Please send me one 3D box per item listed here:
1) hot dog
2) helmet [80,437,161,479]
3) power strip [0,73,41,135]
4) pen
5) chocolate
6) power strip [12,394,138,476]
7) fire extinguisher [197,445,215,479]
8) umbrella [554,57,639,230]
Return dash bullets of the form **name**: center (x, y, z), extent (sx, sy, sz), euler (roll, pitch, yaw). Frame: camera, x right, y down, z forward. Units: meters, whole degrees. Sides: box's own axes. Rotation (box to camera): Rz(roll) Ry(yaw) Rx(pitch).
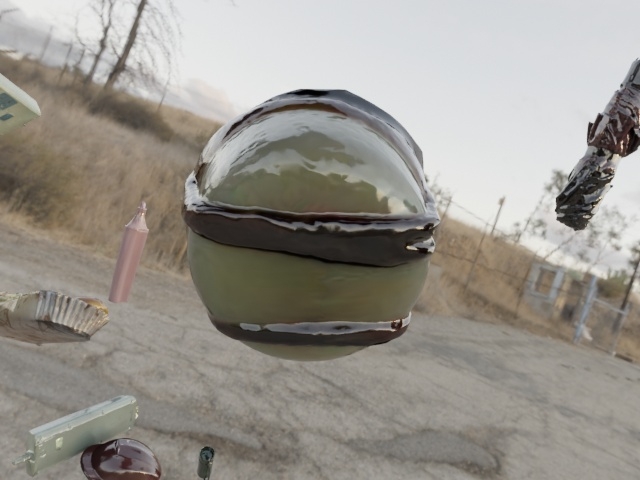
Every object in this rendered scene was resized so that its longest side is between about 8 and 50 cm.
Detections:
- **hot dog**: center (-0.404, 0.110, 0.855), extent (0.253, 0.069, 0.131), euler (-9, -28, 38)
- **helmet**: center (-0.293, 0.344, 0.887), extent (0.123, 0.070, 0.098), euler (53, 3, -30)
- **power strip**: center (-0.644, -0.287, 1.047), extent (0.043, 0.106, 0.367), euler (64, 2, 16)
- **pen**: center (-0.359, 0.021, 1.100), extent (0.032, 0.197, 0.053), euler (18, 3, 15)
- **chocolate**: center (0.000, 0.000, 0.578), extent (0.284, 0.283, 0.186), euler (23, 15, -20)
- **power strip**: center (-0.369, 0.295, 0.892), extent (0.027, 0.060, 0.253), euler (6, 2, 20)
- **fire extinguisher**: center (-0.192, 0.379, 0.976), extent (0.025, 0.083, 0.038), euler (-5, 45, -23)
- **umbrella**: center (0.522, -0.173, 1.064), extent (0.090, 0.326, 0.094), euler (24, 6, -3)
